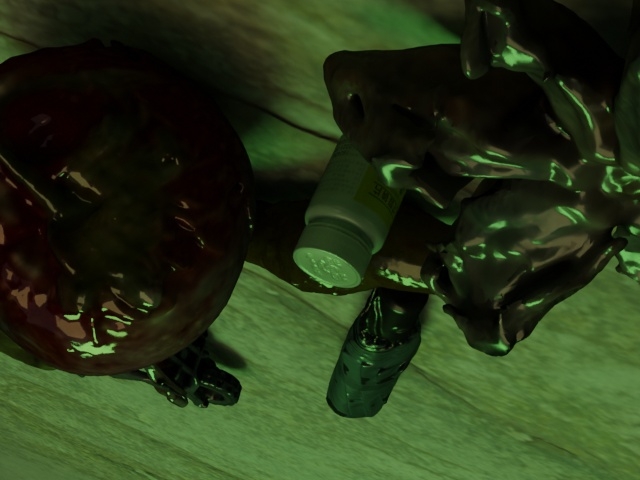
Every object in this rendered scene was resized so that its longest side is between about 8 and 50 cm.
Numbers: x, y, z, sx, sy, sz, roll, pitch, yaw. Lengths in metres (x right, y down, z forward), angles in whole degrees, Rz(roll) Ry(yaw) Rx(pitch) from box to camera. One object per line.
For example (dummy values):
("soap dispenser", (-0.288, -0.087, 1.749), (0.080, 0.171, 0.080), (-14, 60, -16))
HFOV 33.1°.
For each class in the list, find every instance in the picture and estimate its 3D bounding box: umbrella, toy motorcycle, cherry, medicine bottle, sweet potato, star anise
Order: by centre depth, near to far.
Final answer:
("star anise", (0.112, -0.033, 0.460), (0.257, 0.111, 0.198), (-15, 133, 45))
("medicine bottle", (0.019, -0.019, 0.598), (0.047, 0.083, 0.047), (19, 154, 10))
("cherry", (-0.142, -0.015, 0.650), (0.192, 0.175, 0.249), (42, 153, -10))
("sweet potato", (0.000, 0.000, 0.678), (0.274, 0.067, 0.067), (12, 151, 37))
("umbrella", (0.043, 0.084, 0.800), (0.053, 0.052, 0.250), (26, 155, 4))
("toy motorcycle", (-0.162, 0.099, 0.987), (0.118, 0.084, 0.212), (-1, 148, 30))

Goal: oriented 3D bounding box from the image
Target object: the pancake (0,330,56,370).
("pancake", (-0.369, 0.047, 1.114), (0.294, 0.049, 0.294), (22, 154, 12))
